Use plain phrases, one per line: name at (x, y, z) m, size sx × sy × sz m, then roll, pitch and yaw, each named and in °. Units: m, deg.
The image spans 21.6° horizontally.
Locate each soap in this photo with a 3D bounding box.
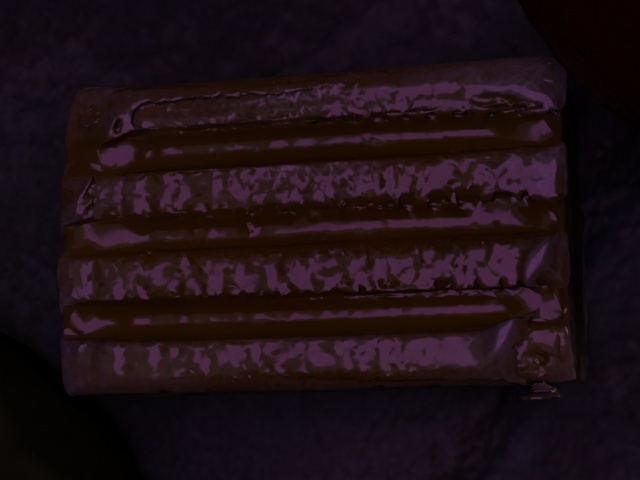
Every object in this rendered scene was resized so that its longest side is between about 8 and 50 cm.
soap at (0.000, 0.000, 0.895) m, size 0.274 × 0.089 × 0.174 m, roll -2°, pitch 84°, yaw 14°

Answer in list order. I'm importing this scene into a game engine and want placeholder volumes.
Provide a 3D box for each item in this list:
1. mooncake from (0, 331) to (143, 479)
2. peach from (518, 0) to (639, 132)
mooncake at (-0.264, 0.206, 0.883) m, size 0.356 × 0.194 × 0.357 m, roll -2°, pitch 82°, yaw 14°
peach at (0.200, -0.180, 0.813) m, size 0.257 × 0.201 × 0.362 m, roll -4°, pitch 97°, yaw -30°
